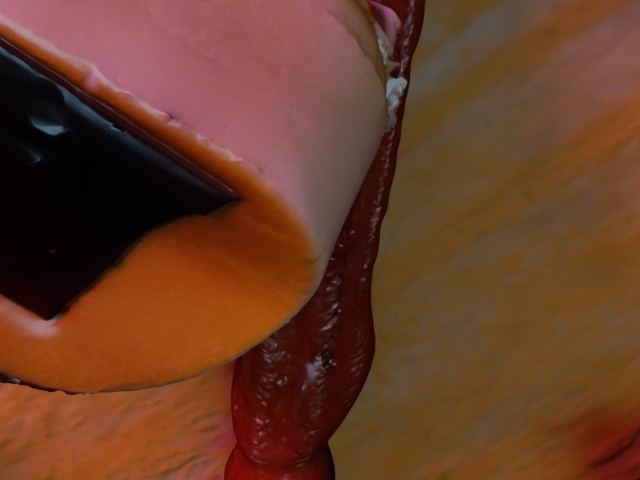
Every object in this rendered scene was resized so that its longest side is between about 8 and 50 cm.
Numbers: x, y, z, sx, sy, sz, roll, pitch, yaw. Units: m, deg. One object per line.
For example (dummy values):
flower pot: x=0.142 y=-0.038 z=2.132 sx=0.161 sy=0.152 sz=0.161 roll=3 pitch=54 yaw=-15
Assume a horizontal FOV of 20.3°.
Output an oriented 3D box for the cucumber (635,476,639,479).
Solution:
cucumber: x=0.203 y=0.157 z=0.785 sx=0.244 sy=0.134 sz=0.134 roll=30 pitch=117 yaw=-34

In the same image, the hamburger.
hamburger: x=-0.080 y=-0.049 z=0.494 sx=0.210 sy=0.116 sz=0.173 roll=30 pitch=128 yaw=-28

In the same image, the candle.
candle: x=0.000 y=0.000 z=0.620 sx=0.051 sy=0.048 sz=0.329 roll=-39 pitch=150 yaw=-42
